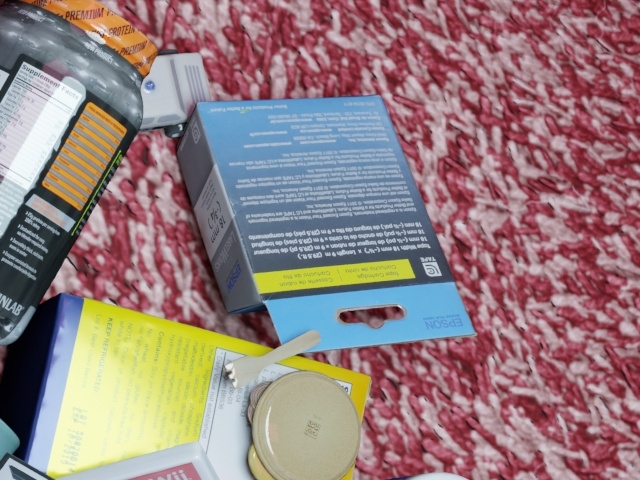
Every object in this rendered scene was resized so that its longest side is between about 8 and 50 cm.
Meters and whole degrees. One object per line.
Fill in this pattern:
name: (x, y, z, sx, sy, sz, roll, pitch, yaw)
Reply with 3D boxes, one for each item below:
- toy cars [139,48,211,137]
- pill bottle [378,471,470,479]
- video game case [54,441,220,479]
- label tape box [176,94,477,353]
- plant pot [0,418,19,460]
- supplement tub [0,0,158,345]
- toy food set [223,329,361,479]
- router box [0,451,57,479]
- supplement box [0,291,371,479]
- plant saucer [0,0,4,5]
toy cars: (-0.285, -0.220, 1.997, 0.394, 0.087, 0.176, 32, 68, -16)
pill bottle: (0.074, 0.335, 1.947, 0.153, 0.265, 0.153, 6, 77, -25)
video game case: (-0.171, 0.323, 1.818, 0.204, 0.285, 0.025, -16, 41, 7)
label tape box: (0.000, 0.000, 2.009, 0.241, 0.106, 0.333, -4, 58, -26)
plant pot: (-0.433, 0.233, 1.704, 0.272, 0.271, 0.255, 41, 75, -12)
supplement tub: (-0.313, -0.084, 1.791, 0.207, 0.207, 0.338, 31, 82, -16)
toy food set: (-0.020, 0.196, 1.839, 0.132, 0.038, 0.192, -23, 91, -29)
router box: (-0.326, 0.370, 1.666, 0.081, 0.309, 0.243, 28, 57, 8)
supplement box: (-0.155, 0.204, 1.907, 0.356, 0.195, 0.194, 17, 73, -20)
plant saucer: (-0.445, -0.302, 1.904, 0.311, 0.050, 0.310, 0, 87, 1)
